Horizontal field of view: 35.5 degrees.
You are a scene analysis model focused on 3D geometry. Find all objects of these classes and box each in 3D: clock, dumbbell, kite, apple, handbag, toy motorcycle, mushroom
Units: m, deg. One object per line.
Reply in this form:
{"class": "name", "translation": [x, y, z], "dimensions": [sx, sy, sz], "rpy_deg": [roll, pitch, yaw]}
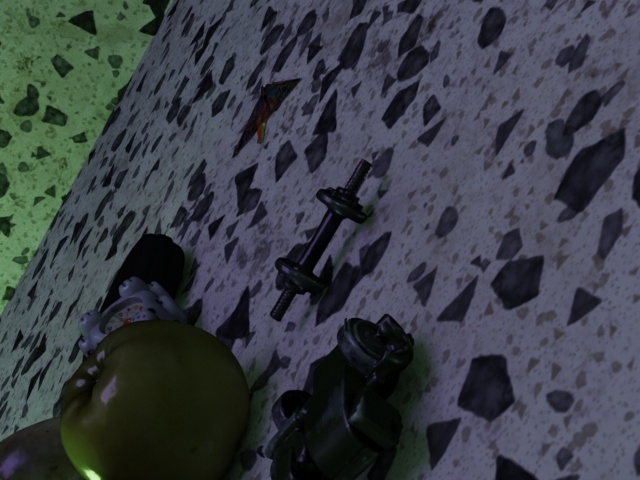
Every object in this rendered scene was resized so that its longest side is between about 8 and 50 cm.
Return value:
{"class": "clock", "translation": [-0.281, 0.185, 1.658], "dimensions": [0.189, 0.188, 0.254], "rpy_deg": [-62, 29, 0]}
{"class": "dumbbell", "translation": [0.000, 0.000, 1.387], "dimensions": [0.254, 0.081, 0.081], "rpy_deg": [-59, 24, 5]}
{"class": "kite", "translation": [-0.108, -0.257, 1.947], "dimensions": [0.241, 0.014, 0.183], "rpy_deg": [-40, 33, 37]}
{"class": "apple", "translation": [-0.231, 0.240, 1.402], "dimensions": [0.262, 0.262, 0.262], "rpy_deg": [-44, 30, 34]}
{"class": "handbag", "translation": [-0.356, 0.130, 1.915], "dimensions": [0.254, 0.093, 0.308], "rpy_deg": [-41, 27, 50]}
{"class": "toy motorcycle", "translation": [0.028, 0.210, 1.077], "dimensions": [0.205, 0.127, 0.275], "rpy_deg": [-49, 21, 25]}
{"class": "mushroom", "translation": [-0.442, 0.392, 1.677], "dimensions": [0.255, 0.254, 0.184], "rpy_deg": [-49, 54, 27]}
